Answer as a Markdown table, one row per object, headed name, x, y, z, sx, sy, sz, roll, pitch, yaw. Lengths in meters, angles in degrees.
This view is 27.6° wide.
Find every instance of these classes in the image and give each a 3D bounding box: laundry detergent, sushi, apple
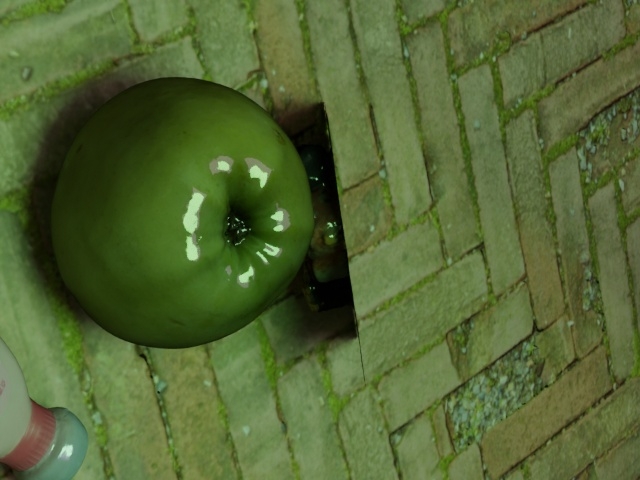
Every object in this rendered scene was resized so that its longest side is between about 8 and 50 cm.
| name | x | y | z | sx | sy | sz | roll | pitch | yaw |
| --- | --- | --- | --- | --- | --- | --- | --- | --- | --- |
| laundry detergent | -0.347 | 0.128 | 1.152 | 0.335 | 0.088 | 0.159 | 41 | 74 | -39 |
| sushi | 0.000 | 0.000 | 1.443 | 0.292 | 0.059 | 0.294 | -88 | 169 | -82 |
| apple | -0.129 | -0.023 | 1.257 | 0.262 | 0.262 | 0.262 | -2 | 93 | -45 |
